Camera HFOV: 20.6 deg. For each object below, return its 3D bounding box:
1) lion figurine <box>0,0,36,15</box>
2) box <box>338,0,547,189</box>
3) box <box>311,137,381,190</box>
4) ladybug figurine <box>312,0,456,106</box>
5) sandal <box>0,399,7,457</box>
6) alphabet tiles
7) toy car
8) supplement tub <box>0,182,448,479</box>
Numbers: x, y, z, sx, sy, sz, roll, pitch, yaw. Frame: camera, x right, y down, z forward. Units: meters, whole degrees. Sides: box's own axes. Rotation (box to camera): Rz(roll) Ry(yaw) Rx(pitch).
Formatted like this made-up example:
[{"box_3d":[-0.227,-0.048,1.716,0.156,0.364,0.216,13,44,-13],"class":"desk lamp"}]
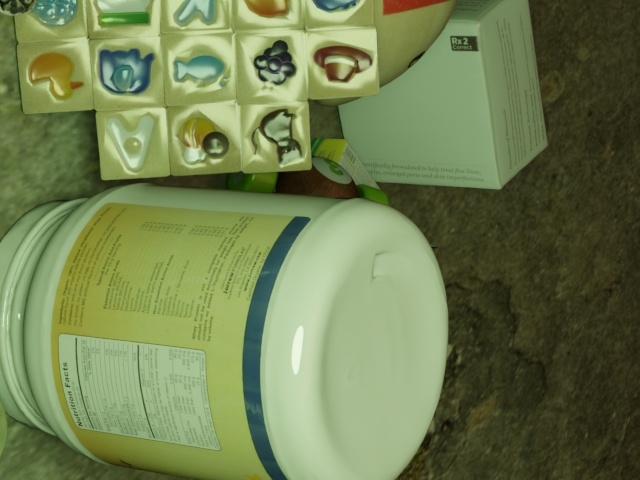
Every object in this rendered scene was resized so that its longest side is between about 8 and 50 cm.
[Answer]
[{"box_3d":[-0.271,-0.332,1.169,0.142,0.240,0.392,-6,134,-19],"class":"lion figurine"},{"box_3d":[0.118,-0.159,1.782,0.119,0.181,0.182,-39,126,-48],"class":"box"},{"box_3d":[0.000,0.000,1.750,0.105,0.043,0.179,53,49,-47],"class":"box"},{"box_3d":[0.033,-0.342,1.529,0.305,0.162,0.449,-118,-158,-66],"class":"ladybug figurine"},{"box_3d":[-0.294,0.070,1.253,0.303,0.086,0.120,56,49,-45],"class":"sandal"},{"box_3d":[-0.100,-0.219,1.382,0.011,0.285,0.342,-109,-165,-77],"class":"alphabet tiles"},{"box_3d":[0.017,-0.009,1.593,0.155,0.188,0.149,17,79,-29],"class":"toy car"},{"box_3d":[-0.085,0.072,1.367,0.228,0.316,0.228,-12,104,-56],"class":"supplement tub"}]
